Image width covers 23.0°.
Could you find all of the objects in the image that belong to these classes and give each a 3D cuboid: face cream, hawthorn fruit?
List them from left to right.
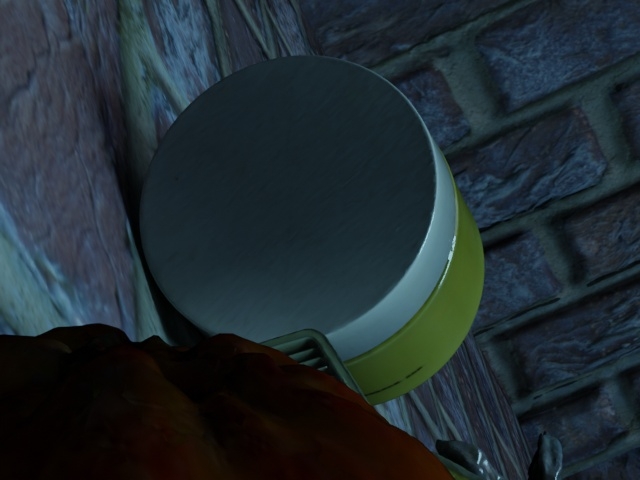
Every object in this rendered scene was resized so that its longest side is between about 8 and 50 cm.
[{"bbox_3d":[-0.055,0.156,0.476,0.224,0.224,0.261,-1,89,-81],"label":"hawthorn fruit"},{"bbox_3d":[0.000,0.000,1.156,0.179,0.218,0.218,51,17,-64],"label":"face cream"}]

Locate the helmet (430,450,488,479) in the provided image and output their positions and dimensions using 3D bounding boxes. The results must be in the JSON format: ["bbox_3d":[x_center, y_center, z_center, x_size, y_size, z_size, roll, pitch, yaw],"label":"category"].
[{"bbox_3d":[0.060,0.265,1.018,0.257,0.205,0.140,40,30,12],"label":"helmet"}]

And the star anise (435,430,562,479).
[{"bbox_3d":[0.176,0.261,1.168,0.283,0.212,0.129,58,-31,8],"label":"star anise"}]

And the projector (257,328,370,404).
[{"bbox_3d":[-0.001,0.192,0.830,0.270,0.088,0.193,68,-27,14],"label":"projector"}]
